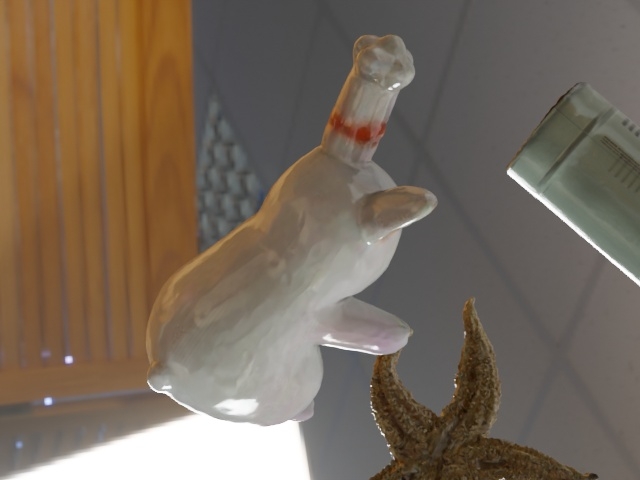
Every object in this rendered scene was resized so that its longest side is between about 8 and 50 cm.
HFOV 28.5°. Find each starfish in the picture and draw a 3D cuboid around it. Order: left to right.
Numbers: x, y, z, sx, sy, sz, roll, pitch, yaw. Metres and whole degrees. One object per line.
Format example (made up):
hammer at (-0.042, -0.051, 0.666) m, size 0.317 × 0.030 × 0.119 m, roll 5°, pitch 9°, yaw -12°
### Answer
starfish at (0.154, 0.232, 1.362) m, size 0.302 × 0.299 × 0.060 m, roll 34°, pitch -10°, yaw 26°

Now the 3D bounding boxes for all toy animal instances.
toy animal at (0.003, 0.007, 0.849) m, size 0.282 × 0.138 × 0.140 m, roll -46°, pitch -118°, yaw 17°

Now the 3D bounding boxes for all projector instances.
projector at (0.318, 0.008, 1.080) m, size 0.337 × 0.108 × 0.108 m, roll 42°, pitch -36°, yaw 7°
